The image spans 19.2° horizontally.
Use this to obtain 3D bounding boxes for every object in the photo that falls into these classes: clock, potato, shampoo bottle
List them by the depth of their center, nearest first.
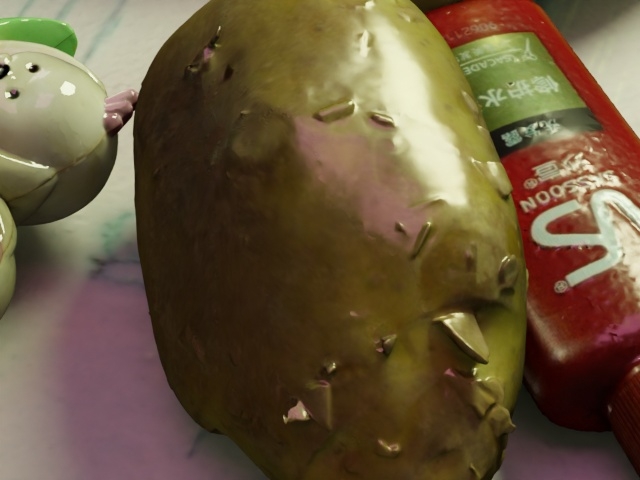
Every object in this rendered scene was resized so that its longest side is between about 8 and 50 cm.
[{"bbox_3d":[0.000,0.000,0.867,0.191,0.141,0.296,-41,55,26],"label":"potato"},{"bbox_3d":[0.122,0.001,0.913,0.118,0.076,0.314,-15,47,-14],"label":"shampoo bottle"},{"bbox_3d":[-0.185,-0.028,0.947,0.144,0.103,0.231,12,57,36],"label":"clock"}]

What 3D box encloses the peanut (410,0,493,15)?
[{"bbox_3d":[0.123,-0.209,1.061,0.313,0.152,0.152,-21,48,-18],"label":"peanut"}]
